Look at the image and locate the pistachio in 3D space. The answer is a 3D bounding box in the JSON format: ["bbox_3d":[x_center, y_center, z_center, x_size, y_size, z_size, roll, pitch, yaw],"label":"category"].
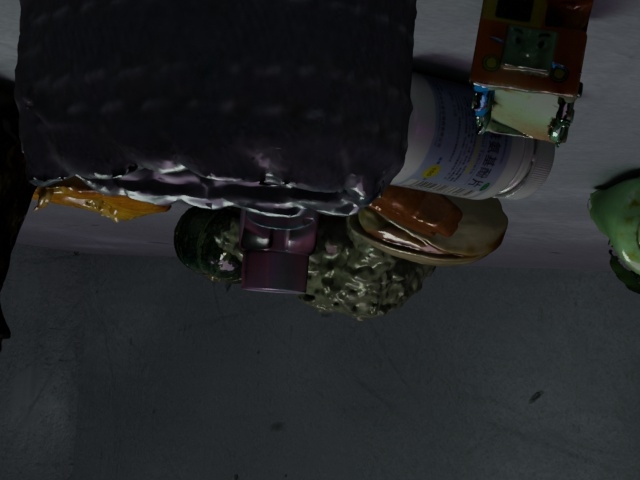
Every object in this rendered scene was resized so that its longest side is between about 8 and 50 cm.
[{"bbox_3d":[0.150,-0.029,1.607,0.215,0.144,0.144,3,176,-16],"label":"pistachio"}]

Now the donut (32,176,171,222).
[{"bbox_3d":[-0.312,-0.082,1.510,0.253,0.118,0.253,2,174,0],"label":"donut"}]

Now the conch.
[{"bbox_3d":[0.416,-0.005,1.553,0.143,0.137,0.250,41,169,2],"label":"conch"}]

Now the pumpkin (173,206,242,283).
[{"bbox_3d":[-0.184,0.004,2.217,0.190,0.146,0.190,21,160,8],"label":"pumpkin"}]

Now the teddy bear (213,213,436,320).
[{"bbox_3d":[0.000,0.000,1.993,0.367,0.224,0.357,19,-177,23],"label":"teddy bear"}]

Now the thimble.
[{"bbox_3d":[-0.061,-0.104,0.710,0.236,0.172,0.205,6,172,1],"label":"thimble"}]

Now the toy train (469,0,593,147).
[{"bbox_3d":[0.137,-0.119,0.779,0.072,0.099,0.188,6,177,10],"label":"toy train"}]

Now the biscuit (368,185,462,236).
[{"bbox_3d":[0.006,-0.083,1.237,0.306,0.043,0.284,24,179,19],"label":"biscuit"}]

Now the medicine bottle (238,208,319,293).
[{"bbox_3d":[-0.049,-0.032,1.425,0.094,0.188,0.119,4,175,-4],"label":"medicine bottle"}]

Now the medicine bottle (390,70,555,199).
[{"bbox_3d":[0.119,-0.092,1.076,0.186,0.103,0.103,9,174,-37],"label":"medicine bottle"}]

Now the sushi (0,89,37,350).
[{"bbox_3d":[-0.464,-0.022,1.259,0.299,0.294,0.281,4,170,14],"label":"sushi"}]
